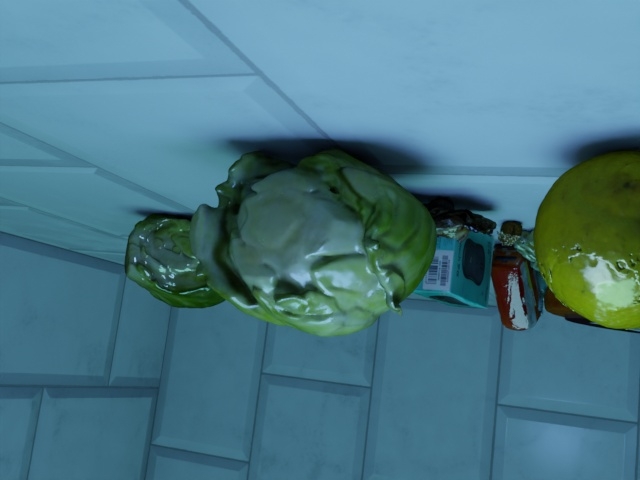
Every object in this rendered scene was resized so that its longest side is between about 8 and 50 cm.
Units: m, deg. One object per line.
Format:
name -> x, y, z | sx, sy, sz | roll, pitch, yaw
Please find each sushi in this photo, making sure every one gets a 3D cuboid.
sushi -> 0.466, -0.013, 1.789 | 0.061, 0.060, 0.118 | 9, 171, 18

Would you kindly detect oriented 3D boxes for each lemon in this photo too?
lemon -> 0.485, -0.002, 1.164 | 0.296, 0.297, 0.297 | 7, 171, 1

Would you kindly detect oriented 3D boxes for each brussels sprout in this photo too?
brussels sprout -> 0.004, 0.013, 1.397 | 0.425, 0.343, 0.361 | 14, 168, 27
brussels sprout -> -0.429, 0.071, 2.300 | 0.371, 0.276, 0.315 | 10, 167, -11

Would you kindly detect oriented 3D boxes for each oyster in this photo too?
oyster -> 0.217, -0.047, 1.650 | 0.360, 0.096, 0.221 | 3, 168, 18

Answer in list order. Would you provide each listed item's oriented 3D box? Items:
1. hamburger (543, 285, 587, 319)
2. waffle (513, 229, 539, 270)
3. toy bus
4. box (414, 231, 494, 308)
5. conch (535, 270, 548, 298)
hamburger -> 0.633, 0.058, 1.513 | 0.329, 0.250, 0.330 | 10, 173, 1
waffle -> 0.651, 0.060, 1.859 | 0.309, 0.056, 0.291 | 17, 168, 37
toy bus -> 0.559, 0.143, 2.084 | 0.121, 0.265, 0.120 | 1, -146, 32
box -> 0.344, 0.058, 1.871 | 0.118, 0.205, 0.311 | 4, 170, 31
conch -> 0.647, 0.121, 2.217 | 0.196, 0.134, 0.202 | 23, 166, -2
